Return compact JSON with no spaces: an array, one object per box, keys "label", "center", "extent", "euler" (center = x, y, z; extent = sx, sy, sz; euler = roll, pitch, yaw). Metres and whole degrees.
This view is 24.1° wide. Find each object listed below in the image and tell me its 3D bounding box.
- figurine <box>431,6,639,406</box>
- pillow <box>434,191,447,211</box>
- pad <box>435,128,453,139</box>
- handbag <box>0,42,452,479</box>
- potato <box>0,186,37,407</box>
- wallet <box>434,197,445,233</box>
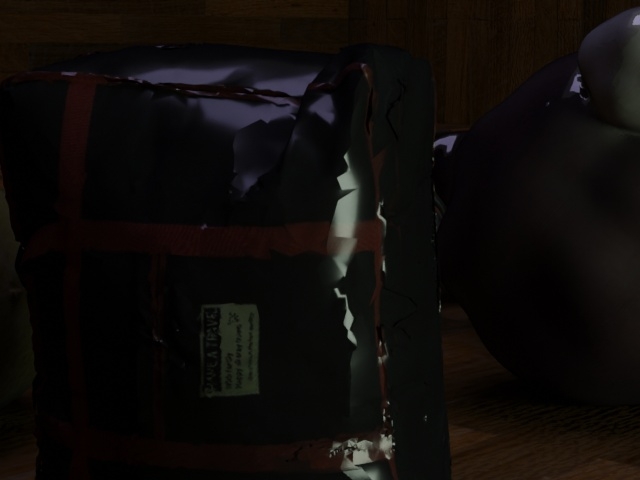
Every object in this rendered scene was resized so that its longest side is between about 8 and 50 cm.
[{"label":"figurine","center":[0.187,-0.012,0.965],"extent":[0.206,0.218,0.365],"euler":[-35,1,8]},{"label":"pillow","center":[0.221,-0.012,1.313],"extent":[0.274,0.076,0.281],"euler":[19,6,0]},{"label":"pad","center":[-0.038,-0.066,1.634],"extent":[0.330,0.004,0.220],"euler":[-5,-21,-35]},{"label":"handbag","center":[-0.039,0.027,0.612],"extent":[0.169,0.215,0.155],"euler":[-1,6,19]},{"label":"potato","center":[-0.229,0.028,0.804],"extent":[0.178,0.160,0.235],"euler":[38,-11,-4]},{"label":"wallet","center":[0.000,0.000,1.240],"extent":[0.223,0.077,0.309],"euler":[-4,-2,5]}]
